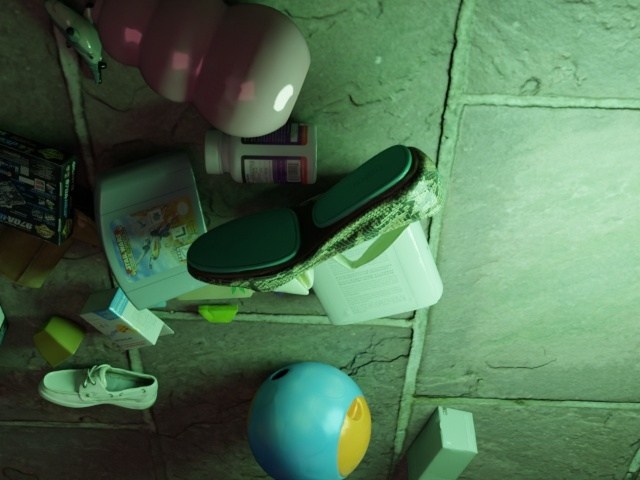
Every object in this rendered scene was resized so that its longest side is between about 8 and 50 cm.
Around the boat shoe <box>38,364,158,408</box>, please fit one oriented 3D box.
[{"bbox_3d":[-0.527,0.337,1.872,0.277,0.098,0.096,6,133,-17],"label":"boat shoe"}]

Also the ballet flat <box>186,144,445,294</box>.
[{"bbox_3d":[0.000,0.000,1.388,0.482,0.164,0.182,-24,131,17],"label":"ballet flat"}]

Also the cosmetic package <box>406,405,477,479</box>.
[{"bbox_3d":[0.310,0.550,2.030,0.107,0.127,0.238,15,133,-12],"label":"cosmetic package"}]

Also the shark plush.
[{"bbox_3d":[-0.392,-0.330,1.290,0.067,0.073,0.161,9,157,19],"label":"shark plush"}]

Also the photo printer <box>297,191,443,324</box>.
[{"bbox_3d":[0.083,0.022,1.550,0.256,0.107,0.307,-15,131,15],"label":"photo printer"}]

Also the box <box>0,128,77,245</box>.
[{"bbox_3d":[-0.557,-0.105,1.427,0.220,0.051,0.175,19,123,6],"label":"box"}]

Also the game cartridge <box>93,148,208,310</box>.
[{"bbox_3d":[-0.315,-0.011,1.484,0.198,0.062,0.297,-23,126,-21],"label":"game cartridge"}]

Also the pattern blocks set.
[{"bbox_3d":[-0.232,0.071,1.658,0.324,0.026,0.285,3,133,-2],"label":"pattern blocks set"}]

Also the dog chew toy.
[{"bbox_3d":[-0.187,-0.293,1.207,0.331,0.207,0.207,22,130,-8],"label":"dog chew toy"}]

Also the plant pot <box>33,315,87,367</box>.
[{"bbox_3d":[-0.598,0.221,1.773,0.081,0.081,0.083,-32,114,28],"label":"plant pot"}]

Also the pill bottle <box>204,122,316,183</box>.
[{"bbox_3d":[-0.104,-0.155,1.388,0.193,0.108,0.108,1,133,0],"label":"pill bottle"}]

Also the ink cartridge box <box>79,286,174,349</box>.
[{"bbox_3d":[-0.425,0.185,1.730,0.104,0.062,0.181,-14,134,36],"label":"ink cartridge box"}]

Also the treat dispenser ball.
[{"bbox_3d":[-0.027,0.425,1.807,0.288,0.288,0.288,1,133,1],"label":"treat dispenser ball"}]

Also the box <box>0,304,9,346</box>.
[{"bbox_3d":[-0.796,0.120,1.675,0.169,0.087,0.290,1,133,1],"label":"box"}]

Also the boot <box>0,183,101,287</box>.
[{"bbox_3d":[-0.514,0.013,1.575,0.236,0.089,0.269,40,122,-15],"label":"boot"}]
